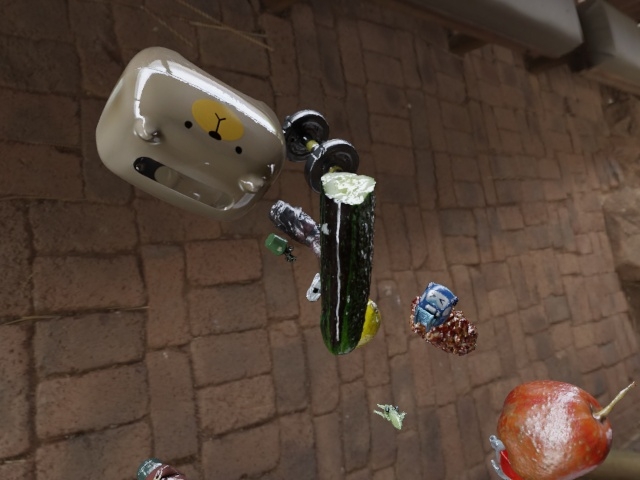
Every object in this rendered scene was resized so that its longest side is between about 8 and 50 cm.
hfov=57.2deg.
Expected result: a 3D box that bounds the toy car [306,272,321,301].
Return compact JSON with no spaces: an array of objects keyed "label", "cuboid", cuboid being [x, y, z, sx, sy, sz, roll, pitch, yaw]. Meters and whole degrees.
[{"label":"toy car","cuboid":[-0.011,0.141,1.749,0.041,0.025,0.093,21,58,6]}]

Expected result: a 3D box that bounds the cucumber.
[{"label":"cucumber","cuboid":[0.034,0.034,0.769,0.074,0.074,0.242,-10,104,-47]}]

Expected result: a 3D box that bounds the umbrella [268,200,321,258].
[{"label":"umbrella","cuboid":[0.000,0.000,1.597,0.326,0.094,0.090,34,12,7]}]

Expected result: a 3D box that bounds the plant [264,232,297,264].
[{"label":"plant","cuboid":[-0.097,0.023,1.548,0.102,0.051,0.051,37,57,-30]}]

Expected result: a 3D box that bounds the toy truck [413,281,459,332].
[{"label":"toy truck","cuboid":[0.178,0.114,0.948,0.090,0.056,0.073,-30,146,-54]}]

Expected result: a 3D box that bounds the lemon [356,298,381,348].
[{"label":"lemon","cuboid":[0.063,0.161,1.173,0.109,0.133,0.109,31,34,-25]}]

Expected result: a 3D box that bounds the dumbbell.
[{"label":"dumbbell","cuboid":[-0.008,-0.218,1.440,0.143,0.143,0.325,11,31,-44]}]

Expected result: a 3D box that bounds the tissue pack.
[{"label":"tissue pack","cuboid":[-0.277,-0.211,1.280,0.387,0.267,0.277,27,40,-27]}]

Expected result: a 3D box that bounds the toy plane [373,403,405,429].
[{"label":"toy plane","cuboid":[0.204,0.495,1.660,0.102,0.111,0.040,6,101,-22]}]

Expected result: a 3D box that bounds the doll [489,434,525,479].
[{"label":"doll","cuboid":[0.445,0.495,1.283,0.062,0.194,0.104,-17,126,-30]}]

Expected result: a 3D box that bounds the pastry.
[{"label":"pastry","cuboid":[0.317,0.219,1.499,0.208,0.097,0.115,32,92,-15]}]

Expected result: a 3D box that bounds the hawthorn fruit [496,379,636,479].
[{"label":"hawthorn fruit","cuboid":[0.375,0.283,0.889,0.162,0.203,0.163,20,55,-31]}]

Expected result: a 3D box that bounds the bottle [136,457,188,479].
[{"label":"bottle","cuboid":[-0.447,0.753,1.739,0.143,0.271,0.156,1,115,-55]}]
